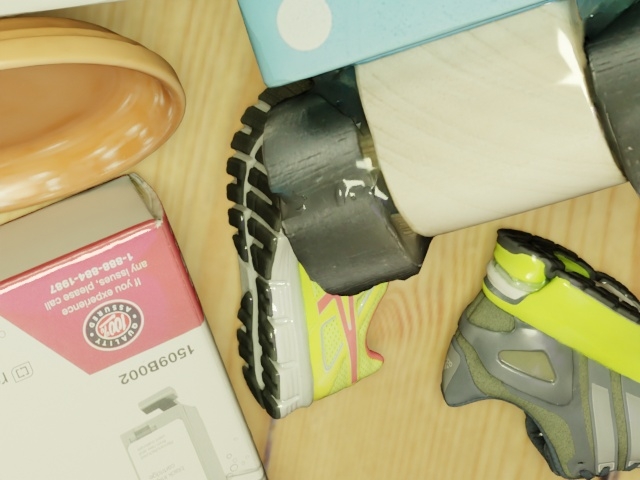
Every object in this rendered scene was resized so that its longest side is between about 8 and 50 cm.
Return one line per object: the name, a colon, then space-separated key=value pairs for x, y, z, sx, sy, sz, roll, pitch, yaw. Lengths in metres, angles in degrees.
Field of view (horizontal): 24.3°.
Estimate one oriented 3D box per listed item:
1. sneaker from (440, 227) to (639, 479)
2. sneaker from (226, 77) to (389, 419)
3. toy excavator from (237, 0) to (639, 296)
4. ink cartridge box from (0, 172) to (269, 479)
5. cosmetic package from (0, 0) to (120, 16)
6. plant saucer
sneaker: x=0.203 y=0.108 z=0.971 sx=0.300 sy=0.111 sz=0.121 roll=32 pitch=105 yaw=-17
sneaker: x=0.000 y=0.000 z=0.885 sx=0.094 sy=0.081 sz=0.208 roll=-9 pitch=115 yaw=-22
toy excavator: x=0.036 y=-0.208 z=0.687 sx=0.222 sy=0.433 sz=0.445 roll=-17 pitch=95 yaw=25
ink cartridge box: x=-0.141 y=0.134 z=0.853 sx=0.207 sy=0.117 sz=0.283 roll=-23 pitch=111 yaw=-9
cosmetic package: x=-0.260 y=-0.195 z=0.698 sx=0.365 sy=0.155 sz=0.197 roll=-8 pitch=108 yaw=-14
plant saucer: x=-0.170 y=-0.062 z=0.764 sx=0.200 sy=0.200 sz=0.037 roll=-12 pitch=74 yaw=-13
